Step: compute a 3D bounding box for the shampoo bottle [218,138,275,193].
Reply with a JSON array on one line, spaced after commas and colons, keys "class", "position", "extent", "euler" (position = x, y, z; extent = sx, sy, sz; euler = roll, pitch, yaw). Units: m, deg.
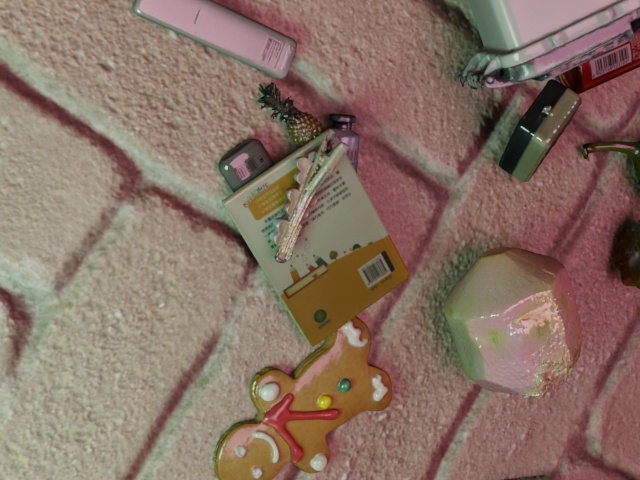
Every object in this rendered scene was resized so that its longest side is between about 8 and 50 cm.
[{"class": "shampoo bottle", "position": [-0.090, -0.074, 1.757], "extent": [0.080, 0.040, 0.165], "euler": [-38, 114, -17]}]

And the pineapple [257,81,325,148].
[{"class": "pineapple", "position": [-0.046, -0.196, 1.748], "extent": [0.058, 0.058, 0.124], "euler": [-49, 116, -11]}]

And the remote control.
[{"class": "remote control", "position": [-0.155, -0.319, 1.688], "extent": [0.261, 0.029, 0.067], "euler": [21, 90, -26]}]

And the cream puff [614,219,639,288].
[{"class": "cream puff", "position": [0.620, 0.028, 2.086], "extent": [0.116, 0.146, 0.146], "euler": [9, 95, -30]}]

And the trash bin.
[{"class": "trash bin", "position": [0.309, -0.442, 1.778], "extent": [0.296, 0.256, 0.367], "euler": [-25, 103, 2]}]

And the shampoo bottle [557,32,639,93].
[{"class": "shampoo bottle", "position": [0.552, -0.365, 2.010], "extent": [0.314, 0.076, 0.118], "euler": [-25, 98, -21]}]

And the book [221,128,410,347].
[{"class": "book", "position": [0.000, 0.000, 1.781], "extent": [0.208, 0.020, 0.295], "euler": [-34, 116, -10]}]

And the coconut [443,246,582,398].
[{"class": "coconut", "position": [0.328, 0.127, 1.907], "extent": [0.233, 0.233, 0.245], "euler": [-28, 114, -20]}]

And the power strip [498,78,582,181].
[{"class": "power strip", "position": [0.359, -0.176, 1.854], "extent": [0.070, 0.256, 0.105], "euler": [34, 82, 9]}]

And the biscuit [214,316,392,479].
[{"class": "biscuit", "position": [-0.027, 0.289, 1.853], "extent": [0.340, 0.047, 0.216], "euler": [-34, 112, -18]}]

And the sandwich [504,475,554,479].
[{"class": "sandwich", "position": [0.375, 0.586, 2.068], "extent": [0.262, 0.131, 0.325], "euler": [39, 84, -26]}]

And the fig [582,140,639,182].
[{"class": "fig", "position": [0.603, -0.149, 2.075], "extent": [0.259, 0.151, 0.151], "euler": [23, 88, -1]}]

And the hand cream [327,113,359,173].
[{"class": "hand cream", "position": [0.022, -0.066, 1.811], "extent": [0.091, 0.058, 0.271], "euler": [-4, 105, -35]}]

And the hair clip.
[{"class": "hair clip", "position": [-0.027, -0.069, 1.714], "extent": [0.062, 0.056, 0.214], "euler": [18, 106, -43]}]
